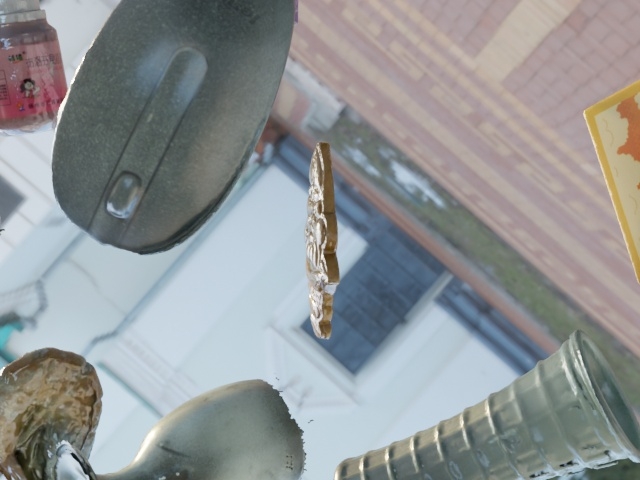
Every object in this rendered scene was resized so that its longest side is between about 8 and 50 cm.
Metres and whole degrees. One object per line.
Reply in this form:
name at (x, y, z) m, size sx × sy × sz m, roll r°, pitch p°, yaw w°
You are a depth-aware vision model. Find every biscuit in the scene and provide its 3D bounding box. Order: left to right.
biscuit at (0.000, 0.000, 1.310) m, size 0.035 × 0.250 × 0.162 m, roll 1°, pitch 180°, yaw -13°

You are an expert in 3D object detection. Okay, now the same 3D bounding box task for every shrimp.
shrimp at (-0.527, 0.396, 1.914) m, size 0.221 × 0.446 × 0.110 m, roll 1°, pitch -156°, yaw -26°

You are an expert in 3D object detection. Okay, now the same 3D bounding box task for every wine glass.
wine glass at (-0.195, 0.323, 1.474) m, size 0.357 × 0.191 × 0.190 m, roll -16°, pitch -138°, yaw -36°

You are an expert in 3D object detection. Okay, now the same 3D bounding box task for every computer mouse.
computer mouse at (-0.159, -0.153, 1.103) m, size 0.203 × 0.374 × 0.114 m, roll 24°, pitch -173°, yaw -11°

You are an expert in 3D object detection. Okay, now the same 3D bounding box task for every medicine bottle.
medicine bottle at (-0.500, -0.303, 1.711) m, size 0.147 × 0.147 × 0.247 m, roll -140°, pitch 40°, yaw -70°

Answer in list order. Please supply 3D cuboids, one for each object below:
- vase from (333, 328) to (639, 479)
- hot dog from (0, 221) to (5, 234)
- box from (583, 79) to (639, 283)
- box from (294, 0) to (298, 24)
vase at (0.164, 0.220, 1.051) m, size 0.143 × 0.298 × 0.143 m, roll 49°, pitch -159°, yaw -27°
hot dog at (-0.499, 0.004, 1.272) m, size 0.076 × 0.104 × 0.250 m, roll 52°, pitch -154°, yaw 11°
box at (0.556, -0.101, 1.395) m, size 0.214 × 0.283 × 0.260 m, roll -32°, pitch 69°, yaw 52°
box at (-0.065, -0.422, 1.767) m, size 0.050 × 0.036 × 0.117 m, roll 32°, pitch 141°, yaw 28°
